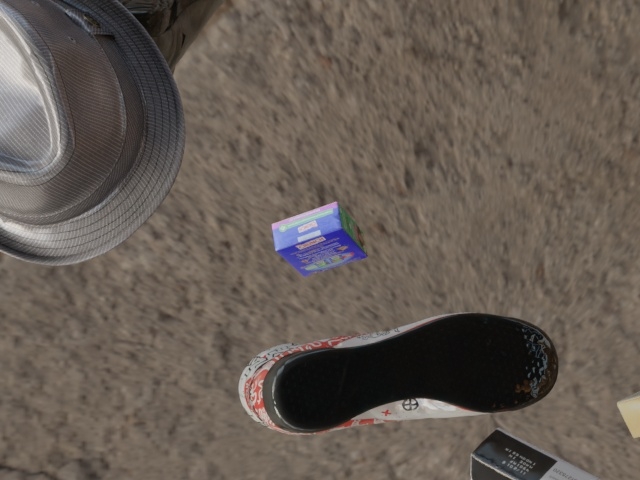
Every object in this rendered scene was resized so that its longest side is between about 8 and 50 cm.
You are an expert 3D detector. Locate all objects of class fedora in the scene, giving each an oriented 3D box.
[{"bbox_3d":[-0.260,-0.116,1.167,0.244,0.124,0.275,-38,81,7],"label":"fedora"}]

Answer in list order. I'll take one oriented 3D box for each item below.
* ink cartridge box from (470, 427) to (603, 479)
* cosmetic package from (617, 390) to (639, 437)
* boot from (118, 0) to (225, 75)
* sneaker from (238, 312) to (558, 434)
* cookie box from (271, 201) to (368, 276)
[{"bbox_3d":[0.255,0.395,1.558,0.176,0.371,0.069,24,47,33],"label":"ink cartridge box"},{"bbox_3d":[0.343,0.156,1.317,0.060,0.115,0.041,-22,83,-19],"label":"cosmetic package"},{"bbox_3d":[-0.167,-0.183,1.382,0.083,0.246,0.161,15,115,11],"label":"boot"},{"bbox_3d":[0.062,0.116,1.204,0.270,0.145,0.090,-7,88,-20],"label":"sneaker"},{"bbox_3d":[0.000,0.000,1.723,0.092,0.107,0.040,-18,65,13],"label":"cookie box"}]
